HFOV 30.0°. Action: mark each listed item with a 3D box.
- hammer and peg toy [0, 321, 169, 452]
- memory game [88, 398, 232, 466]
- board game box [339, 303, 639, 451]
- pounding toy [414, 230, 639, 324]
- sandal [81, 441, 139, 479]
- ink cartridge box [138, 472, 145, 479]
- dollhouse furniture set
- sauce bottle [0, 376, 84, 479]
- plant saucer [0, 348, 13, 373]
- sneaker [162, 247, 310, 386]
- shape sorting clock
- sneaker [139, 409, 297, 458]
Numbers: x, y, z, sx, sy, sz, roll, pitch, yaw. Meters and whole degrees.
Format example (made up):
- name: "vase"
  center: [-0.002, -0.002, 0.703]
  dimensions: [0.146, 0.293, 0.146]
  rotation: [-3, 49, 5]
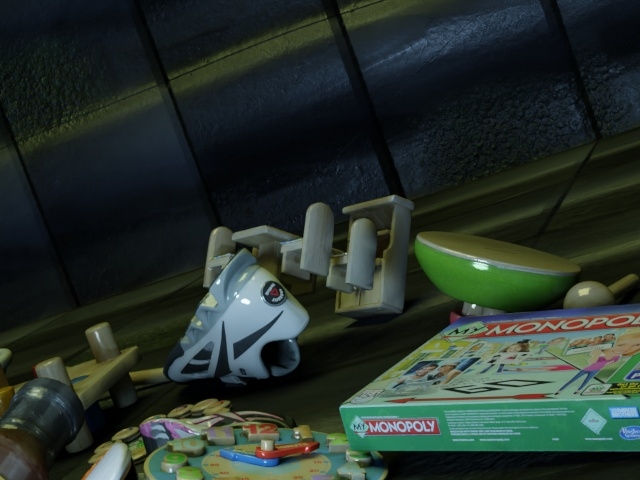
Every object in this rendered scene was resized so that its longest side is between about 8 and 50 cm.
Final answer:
- name: "hammer and peg toy"
  center: [-0.380, 0.208, 1.686]
  dimensions: [0.266, 0.127, 0.361]
  rotation: [-19, 7, 13]
- name: "memory game"
  center: [-0.192, 0.231, 1.438]
  dimensions: [0.186, 0.012, 0.186]
  rotation: [-20, 6, 2]
- name: "board game box"
  center: [0.201, 0.110, 0.988]
  dimensions: [0.317, 0.046, 0.213]
  rotation: [-8, 13, 39]
- name: "pounding toy"
  center: [0.208, 0.069, 1.297]
  dimensions: [0.236, 0.110, 0.183]
  rotation: [15, 10, 23]
- name: "sandal"
  center: [-0.191, 0.248, 1.020]
  dimensions: [0.102, 0.076, 0.265]
  rotation: [-53, 4, -32]
- name: "ink cartridge box"
  center: [-0.134, 0.234, 1.102]
  dimensions: [0.063, 0.029, 0.115]
  rotation: [-14, -24, 42]
- name: "dollhouse furniture set"
  center: [0.000, 0.000, 1.629]
  dimensions: [0.242, 0.161, 0.212]
  rotation: [19, -20, -38]
- name: "sauce bottle"
  center: [-0.297, 0.236, 0.997]
  dimensions: [0.111, 0.111, 0.344]
  rotation: [-18, 19, 21]
- name: "plant saucer"
  center: [-0.694, 0.301, 1.996]
  dimensions: [0.400, 0.101, 0.400]
  rotation: [-20, 6, 2]
- name: "sneaker"
  center: [-0.107, 0.142, 1.562]
  dimensions: [0.122, 0.146, 0.330]
  rotation: [-53, 0, -29]
- name: "shape sorting clock"
  center: [-0.045, 0.189, 1.011]
  dimensions: [0.206, 0.040, 0.206]
  rotation: [0, 4, 0]
- name: "sneaker"
  center: [-0.098, 0.203, 1.195]
  dimensions: [0.178, 0.072, 0.077]
  rotation: [-1, 11, 34]
